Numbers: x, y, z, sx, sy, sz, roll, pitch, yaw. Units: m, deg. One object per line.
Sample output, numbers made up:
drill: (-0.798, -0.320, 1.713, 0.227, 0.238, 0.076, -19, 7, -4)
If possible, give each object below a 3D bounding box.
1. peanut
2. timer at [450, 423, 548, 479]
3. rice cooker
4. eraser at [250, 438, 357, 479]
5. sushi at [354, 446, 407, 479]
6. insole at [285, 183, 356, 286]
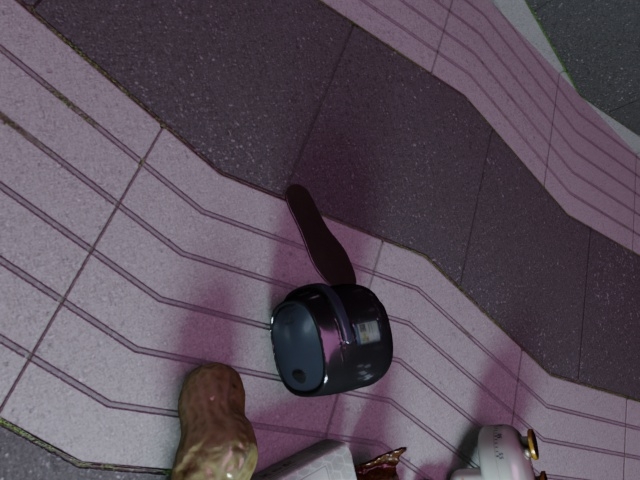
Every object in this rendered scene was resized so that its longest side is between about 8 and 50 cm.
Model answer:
peanut: (-0.197, 0.377, 0.929, 0.159, 0.143, 0.291, -10, 51, 4)
timer: (0.495, 0.641, 1.354, 0.233, 0.239, 0.234, 43, 38, -48)
rice cooker: (0.028, 0.217, 1.094, 0.224, 0.267, 0.268, -6, 81, -35)
eraser: (-0.112, 0.541, 1.008, 0.403, 0.098, 0.097, -11, 83, -36)
sushi: (0.146, 0.641, 1.126, 0.179, 0.167, 0.297, 5, 67, -10)
insole: (0.000, 0.000, 1.273, 0.111, 0.007, 0.328, -32, 97, -36)
